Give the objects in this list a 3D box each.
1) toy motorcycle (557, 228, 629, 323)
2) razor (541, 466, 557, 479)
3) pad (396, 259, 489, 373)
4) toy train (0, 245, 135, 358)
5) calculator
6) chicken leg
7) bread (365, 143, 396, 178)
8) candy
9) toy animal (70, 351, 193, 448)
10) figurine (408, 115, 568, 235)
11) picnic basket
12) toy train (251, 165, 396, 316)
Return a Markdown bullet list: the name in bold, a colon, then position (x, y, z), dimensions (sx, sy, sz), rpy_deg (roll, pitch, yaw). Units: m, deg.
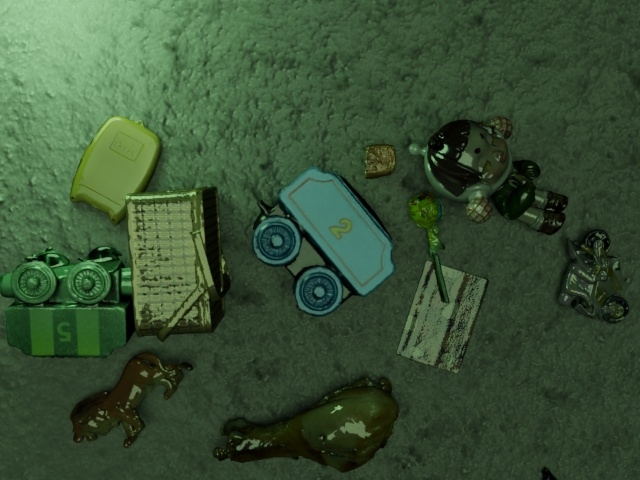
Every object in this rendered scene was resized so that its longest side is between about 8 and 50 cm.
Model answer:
- **toy motorcycle**: position (0.609, 0.095, 1.823), dimensions (0.152, 0.073, 0.225), rpy_deg (-17, 97, 2)
- **razor**: position (0.460, 0.644, 1.887), dimensions (0.253, 0.042, 0.082), rpy_deg (-38, 97, 3)
- **pad**: position (0.282, 0.178, 1.853), dimensions (0.158, 0.003, 0.235), rpy_deg (18, 95, -4)
- **toy train**: position (-0.542, 0.136, 1.741), dimensions (0.299, 0.167, 0.238), rpy_deg (0, 101, -1)
- **calculator**: position (-0.453, -0.163, 1.777), dimensions (0.157, 0.033, 0.236), rpy_deg (28, 92, -4)
- **chicken leg**: position (-0.031, 0.431, 1.809), dimensions (0.429, 0.153, 0.201), rpy_deg (-10, 84, 6)
- **bread**: position (0.133, -0.174, 1.772), dimensions (0.070, 0.083, 0.076), rpy_deg (0, 92, 7)
- **candy**: position (0.259, 0.018, 1.809), dimensions (0.077, 0.073, 0.262), rpy_deg (-20, 102, -28)
- **toy animal**: position (-0.434, 0.351, 1.801), dimensions (0.157, 0.097, 0.312), rpy_deg (39, 91, 1)
- **figurine**: position (0.375, -0.138, 1.752), dimensions (0.370, 0.167, 0.281), rpy_deg (28, 60, -14)
- **picnic basket**: position (-0.293, 0.045, 1.708), dimensions (0.175, 0.228, 0.313), rpy_deg (-3, 95, 1)
- **toy train**: position (0.000, 0.000, 1.741), dimensions (0.265, 0.188, 0.300), rpy_deg (-40, 93, -3)
